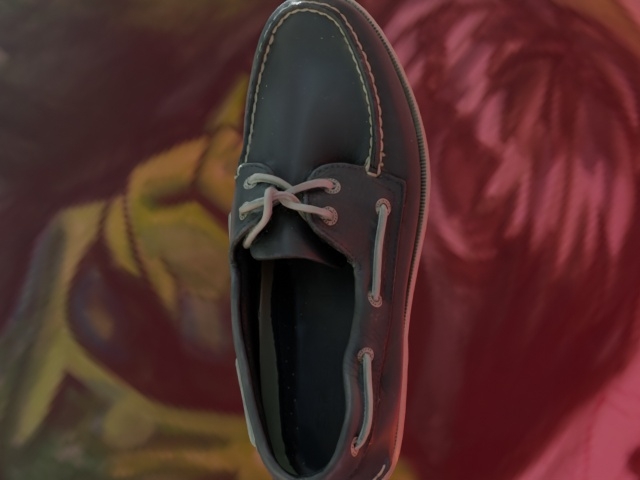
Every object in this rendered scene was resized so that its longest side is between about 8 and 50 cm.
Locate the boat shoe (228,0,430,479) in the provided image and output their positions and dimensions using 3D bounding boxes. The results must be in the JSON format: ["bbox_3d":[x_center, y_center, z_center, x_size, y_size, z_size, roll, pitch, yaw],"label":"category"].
[{"bbox_3d":[0.000,0.000,1.020,0.116,0.320,0.099,-2,-6,16],"label":"boat shoe"}]
